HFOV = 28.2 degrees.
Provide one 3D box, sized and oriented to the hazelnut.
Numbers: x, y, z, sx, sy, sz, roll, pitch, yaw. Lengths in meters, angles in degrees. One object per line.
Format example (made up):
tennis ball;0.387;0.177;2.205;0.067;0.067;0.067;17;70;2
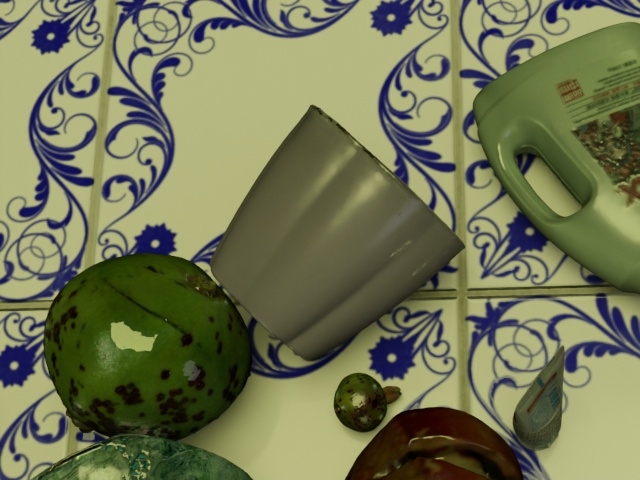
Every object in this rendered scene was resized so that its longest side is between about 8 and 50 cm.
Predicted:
hazelnut;0.127;0.319;1.443;0.217;0.217;0.251;4;53;10

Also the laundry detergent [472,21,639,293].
laundry detergent;0.372;-0.059;1.592;0.264;0.125;0.398;-21;67;2

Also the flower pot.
flower pot;0.000;0.000;1.567;0.243;0.265;0.265;-44;69;1

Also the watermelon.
watermelon;-0.232;0.346;1.439;0.322;0.188;0.175;-28;62;2

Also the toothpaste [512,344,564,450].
toothpaste;0.249;0.189;1.452;0.057;0.234;0.089;34;76;18

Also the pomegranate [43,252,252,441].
pomegranate;-0.218;0.139;1.547;0.270;0.254;0.254;-39;65;23

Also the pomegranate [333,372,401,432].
pomegranate;0.058;0.201;1.568;0.084;0.073;0.073;9;69;-5
